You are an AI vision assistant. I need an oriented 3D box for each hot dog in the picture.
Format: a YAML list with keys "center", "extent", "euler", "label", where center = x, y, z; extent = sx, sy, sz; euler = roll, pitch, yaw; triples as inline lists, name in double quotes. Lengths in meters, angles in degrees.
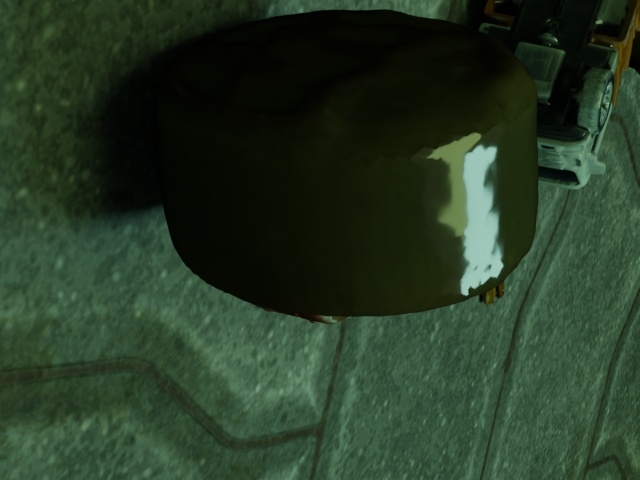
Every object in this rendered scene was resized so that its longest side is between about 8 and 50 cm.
- center: [0.212, 0.045, 1.605]
  extent: [0.037, 0.021, 0.083]
  euler: [-30, 134, -25]
  label: "hot dog"

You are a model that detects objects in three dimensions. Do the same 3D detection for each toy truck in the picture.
- center: [0.280, -0.245, 1.440]
  extent: [0.207, 0.173, 0.387]
  euler: [62, 47, -62]
  label: "toy truck"

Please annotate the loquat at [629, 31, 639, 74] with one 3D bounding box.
- center: [0.546, -0.333, 1.690]
  extent: [0.359, 0.328, 0.328]
  euler: [-54, 147, -8]
  label: "loquat"

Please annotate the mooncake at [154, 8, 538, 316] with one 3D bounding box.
- center: [0.020, -0.072, 0.952]
  extent: [0.284, 0.284, 0.155]
  euler: [-38, 134, -47]
  label: "mooncake"

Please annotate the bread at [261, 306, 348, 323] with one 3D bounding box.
- center: [0.000, 0.000, 1.166]
  extent: [0.160, 0.073, 0.160]
  euler: [-35, 132, -49]
  label: "bread"
